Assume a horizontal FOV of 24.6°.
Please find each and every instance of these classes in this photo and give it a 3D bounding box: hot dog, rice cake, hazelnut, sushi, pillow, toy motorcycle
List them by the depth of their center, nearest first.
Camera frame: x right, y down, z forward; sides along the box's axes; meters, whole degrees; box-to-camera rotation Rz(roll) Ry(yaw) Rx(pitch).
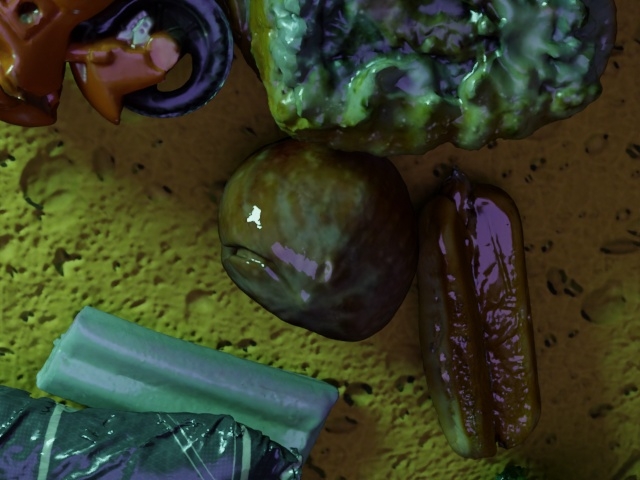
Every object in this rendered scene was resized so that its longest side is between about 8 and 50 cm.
[{"bbox_3d":[-0.200,-0.205,0.911,0.221,0.148,0.325,-20,111,1],"label":"toy motorcycle"},{"bbox_3d":[0.051,-0.153,0.959,0.274,0.139,0.184,-6,113,-5],"label":"sushi"},{"bbox_3d":[0.000,0.000,1.027,0.143,0.143,0.154,-36,114,10],"label":"hazelnut"},{"bbox_3d":[-0.179,0.179,1.091,0.335,0.092,0.161,10,132,-4],"label":"pillow"},{"bbox_3d":[0.115,0.055,1.104,0.092,0.062,0.235,-13,111,-18],"label":"hot dog"},{"bbox_3d":[-0.099,0.113,1.118,0.222,0.042,0.080,21,116,-15],"label":"rice cake"}]

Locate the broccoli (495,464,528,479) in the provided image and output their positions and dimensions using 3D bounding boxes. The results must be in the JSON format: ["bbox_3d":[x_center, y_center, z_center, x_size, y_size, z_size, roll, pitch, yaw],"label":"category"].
[{"bbox_3d":[0.253,0.285,1.149,0.269,0.269,0.254,-12,120,-1],"label":"broccoli"}]
